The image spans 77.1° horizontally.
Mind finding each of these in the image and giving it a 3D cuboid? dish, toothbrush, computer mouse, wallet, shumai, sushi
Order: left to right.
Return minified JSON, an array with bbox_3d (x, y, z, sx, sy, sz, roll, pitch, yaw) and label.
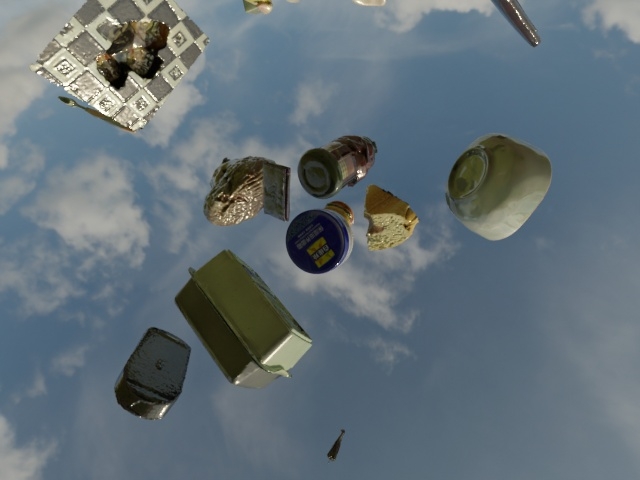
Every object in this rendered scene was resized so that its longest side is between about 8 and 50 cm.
[{"bbox_3d":[-0.745,-0.422,1.345,0.374,0.037,0.028,25,-85,19],"label":"toothbrush"},{"bbox_3d":[-0.304,-0.300,0.631,0.210,0.192,0.040,-48,-117,5],"label":"sushi"},{"bbox_3d":[-0.471,0.376,1.134,0.087,0.168,0.295,-48,-162,19],"label":"computer mouse"},{"bbox_3d":[-0.351,-0.241,1.595,0.346,0.217,0.283,-41,-118,-7],"label":"shumai"},{"bbox_3d":[-0.132,-0.147,1.205,0.030,0.166,0.111,-18,-149,-41],"label":"wallet"},{"bbox_3d":[0.385,-0.137,0.937,0.117,0.256,0.257,17,-129,-21],"label":"dish"},{"bbox_3d":[0.542,-0.665,1.152,0.049,0.229,0.182,-42,-137,30],"label":"wallet"}]

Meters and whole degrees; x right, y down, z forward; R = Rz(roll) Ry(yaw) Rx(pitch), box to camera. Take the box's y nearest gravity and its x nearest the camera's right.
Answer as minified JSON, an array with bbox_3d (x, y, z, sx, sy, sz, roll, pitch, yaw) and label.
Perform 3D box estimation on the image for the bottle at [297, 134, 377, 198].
[{"bbox_3d":[0.060,-0.211,1.102,0.156,0.143,0.271,-4,-158,38],"label":"bottle"}]

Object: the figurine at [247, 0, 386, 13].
[{"bbox_3d":[-0.032,-0.326,0.448,0.155,0.235,0.127,-40,-125,15],"label":"figurine"}]

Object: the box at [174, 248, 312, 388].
[{"bbox_3d":[-0.167,0.174,0.880,0.166,0.221,0.290,-42,-115,-7],"label":"box"}]

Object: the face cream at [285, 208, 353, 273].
[{"bbox_3d":[0.000,0.000,1.294,0.205,0.111,0.206,3,-83,23],"label":"face cream"}]

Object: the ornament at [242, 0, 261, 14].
[{"bbox_3d":[-0.224,-0.861,1.251,0.120,0.130,0.286,2,-81,15],"label":"ornament"}]

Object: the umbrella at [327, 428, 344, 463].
[{"bbox_3d":[0.037,0.471,0.919,0.020,0.032,0.083,-6,-146,32],"label":"umbrella"}]

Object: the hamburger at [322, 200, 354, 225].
[{"bbox_3d":[0.069,-0.098,1.787,0.161,0.162,0.115,10,-144,21],"label":"hamburger"}]

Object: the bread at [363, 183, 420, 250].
[{"bbox_3d":[0.277,-0.101,1.519,0.211,0.184,0.224,-4,-133,27],"label":"bread"}]
